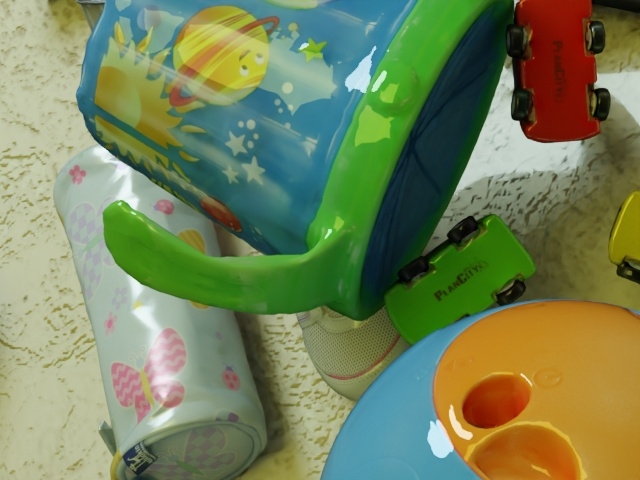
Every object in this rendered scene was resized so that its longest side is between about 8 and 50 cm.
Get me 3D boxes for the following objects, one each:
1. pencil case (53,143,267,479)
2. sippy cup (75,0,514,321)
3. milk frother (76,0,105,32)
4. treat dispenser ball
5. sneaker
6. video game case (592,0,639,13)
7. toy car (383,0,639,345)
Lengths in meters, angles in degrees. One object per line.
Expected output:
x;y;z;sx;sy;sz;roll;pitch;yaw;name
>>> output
-0.123;0.055;1.430;0.124;0.113;0.273;-41;51;38;pencil case
-0.024;-0.097;1.233;0.224;0.305;0.240;24;105;13;sippy cup
-0.147;-0.174;1.525;0.143;0.134;0.129;10;46;33;milk frother
0.137;0.176;1.092;0.288;0.288;0.288;-13;64;29;treat dispenser ball
0.000;0.000;1.369;0.103;0.111;0.252;-31;57;20;sneaker
0.197;-0.290;1.331;0.275;0.035;0.248;14;87;17;video game case
0.136;-0.013;1.241;0.225;0.053;0.239;-37;94;0;toy car
